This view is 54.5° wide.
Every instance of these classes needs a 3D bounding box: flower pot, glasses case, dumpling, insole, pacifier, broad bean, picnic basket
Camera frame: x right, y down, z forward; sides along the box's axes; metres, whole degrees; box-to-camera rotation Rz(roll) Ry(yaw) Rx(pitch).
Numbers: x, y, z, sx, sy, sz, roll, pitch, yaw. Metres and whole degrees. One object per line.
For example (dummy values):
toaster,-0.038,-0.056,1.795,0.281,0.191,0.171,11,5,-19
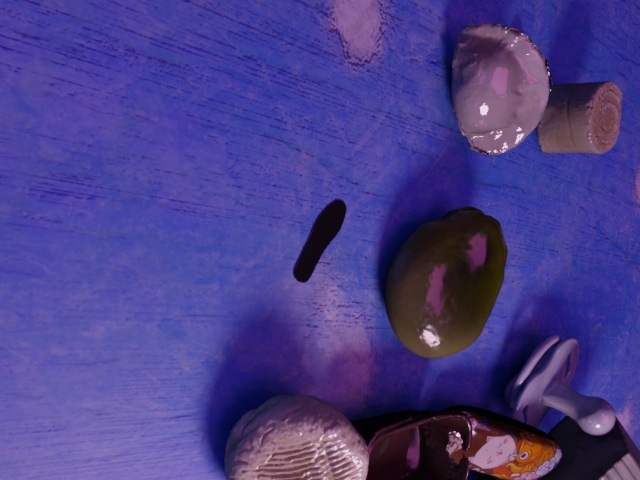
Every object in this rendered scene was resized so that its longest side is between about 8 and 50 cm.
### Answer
flower pot,0.610,0.525,1.374,0.189,0.209,0.239,53,24,-14
glasses case,0.359,0.422,1.284,0.321,0.082,0.122,23,120,-22
dumpling,0.325,-0.274,1.117,0.142,0.173,0.246,-63,144,-52
insole,0.000,0.000,1.006,0.053,0.002,0.152,36,76,-39
pacifier,0.542,0.343,1.378,0.287,0.226,0.238,-35,134,-33
broad bean,0.230,0.071,1.124,0.238,0.119,0.290,31,81,-30
picnic basket,0.130,0.400,1.116,0.297,0.129,0.222,2,96,-41

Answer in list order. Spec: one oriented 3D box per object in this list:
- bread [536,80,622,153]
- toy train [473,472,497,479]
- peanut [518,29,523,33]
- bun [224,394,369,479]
bread,0.540,-0.258,1.313,0.134,0.141,0.148,0,98,-36
toy train,0.418,0.667,1.408,0.369,0.150,0.237,43,78,-35
peanut,0.399,-0.377,1.239,0.037,0.037,0.083,-17,105,-36
bun,-0.043,0.326,0.951,0.221,0.134,0.220,-2,108,-7
